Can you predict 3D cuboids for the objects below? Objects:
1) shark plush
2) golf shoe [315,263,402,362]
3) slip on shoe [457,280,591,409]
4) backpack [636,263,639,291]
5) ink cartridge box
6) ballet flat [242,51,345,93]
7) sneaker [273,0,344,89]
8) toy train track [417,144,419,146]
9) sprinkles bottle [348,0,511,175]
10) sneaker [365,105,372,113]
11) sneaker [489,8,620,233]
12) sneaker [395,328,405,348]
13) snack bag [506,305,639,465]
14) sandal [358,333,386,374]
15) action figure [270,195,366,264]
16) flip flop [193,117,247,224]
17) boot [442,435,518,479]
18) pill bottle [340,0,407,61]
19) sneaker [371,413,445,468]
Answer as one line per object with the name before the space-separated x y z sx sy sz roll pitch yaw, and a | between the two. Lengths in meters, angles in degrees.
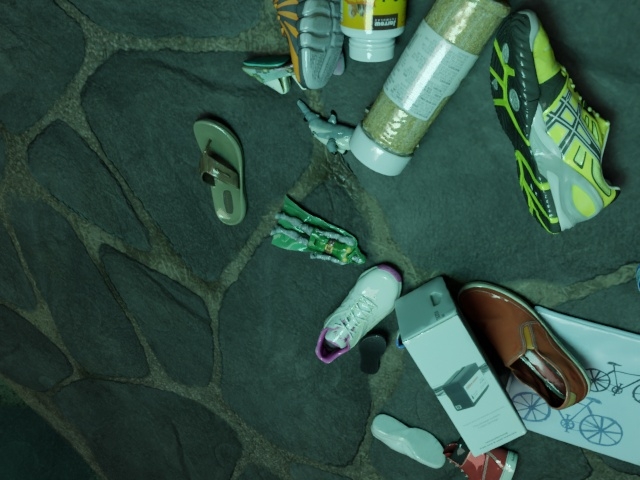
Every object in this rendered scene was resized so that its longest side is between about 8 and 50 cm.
shark plush | 0.018 -0.241 1.265 0.161 0.073 0.067 44 111 22
golf shoe | 0.087 0.183 1.422 0.115 0.140 0.306 36 128 4
slip on shoe | 0.416 0.215 1.264 0.331 0.101 0.123 48 133 19
backpack | 0.641 0.079 1.107 0.105 0.084 0.114 -27 110 36
ink cartridge box | 0.291 0.261 1.292 0.129 0.223 0.307 -30 103 10
ballet flat | -0.054 -0.339 1.210 0.221 0.077 0.079 -3 122 24
sneaker | -0.060 -0.440 1.111 0.180 0.124 0.321 6 100 32
toy train track | 0.192 -0.223 1.192 0.048 0.014 0.083 11 124 21
sprinkles bottle | 0.183 -0.284 1.068 0.121 0.121 0.355 35 123 3
sneaker | 0.130 -0.263 1.191 0.083 0.032 0.037 9 117 11
sneaker | 0.403 -0.210 1.041 0.147 0.145 0.385 -20 109 2
sneaker | 0.217 0.208 1.422 0.052 0.058 0.135 29 128 8
snack bag | 0.578 0.313 1.315 0.323 0.037 0.343 14 120 19
sandal | 0.129 0.279 1.522 0.067 0.040 0.179 13 141 7
action figure | 0.000 0.000 1.404 0.232 0.063 0.137 22 124 9
flip flop | -0.239 -0.152 1.414 0.112 0.080 0.277 9 123 22
boot | 0.397 0.619 1.574 0.176 0.088 0.244 16 117 18
pill bottle | 0.093 -0.429 1.047 0.117 0.117 0.215 12 124 20
sneaker | 0.235 0.549 1.627 0.212 0.080 0.094 28 140 18
